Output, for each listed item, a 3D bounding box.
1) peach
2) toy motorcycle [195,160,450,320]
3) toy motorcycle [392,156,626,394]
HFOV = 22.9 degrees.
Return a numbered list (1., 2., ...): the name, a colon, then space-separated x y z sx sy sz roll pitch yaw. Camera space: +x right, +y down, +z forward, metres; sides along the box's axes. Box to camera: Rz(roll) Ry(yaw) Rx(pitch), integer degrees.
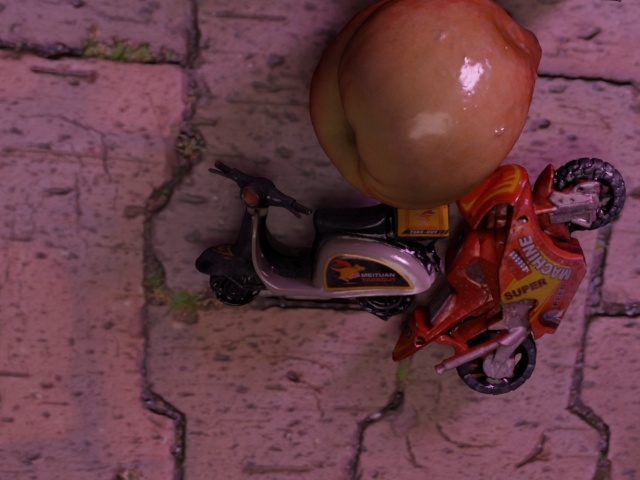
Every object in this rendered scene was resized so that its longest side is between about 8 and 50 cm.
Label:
1. peach: 0.111 -0.137 1.482 0.232 0.232 0.232 -3 120 -5
2. toy motorcycle: 0.000 0.000 1.604 0.263 0.091 0.157 0 121 6
3. toy motorcycle: 0.195 0.028 1.652 0.171 0.089 0.298 17 117 -15
